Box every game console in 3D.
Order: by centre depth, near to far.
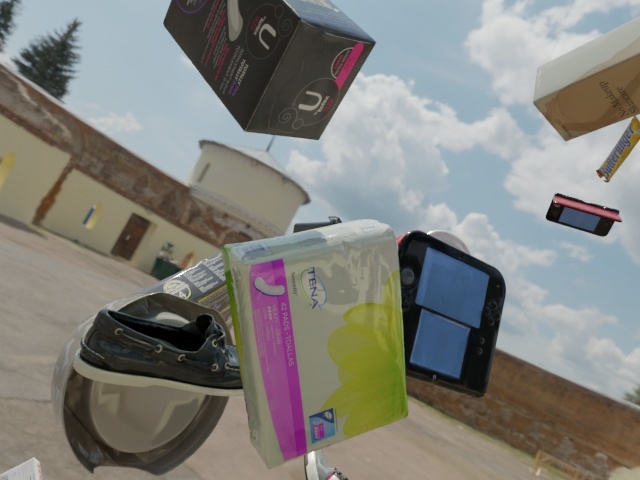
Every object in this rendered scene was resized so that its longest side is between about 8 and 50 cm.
[{"bbox_3d":[0.592,-0.048,1.266,0.144,0.085,0.124,20,-39,17],"label":"game console"},{"bbox_3d":[0.304,0.183,1.375,0.387,0.341,0.060,23,-20,-29],"label":"game console"}]

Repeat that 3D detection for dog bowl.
[{"bbox_3d":[-0.324,0.255,1.030,0.102,0.348,0.349,8,-19,41],"label":"dog bowl"}]

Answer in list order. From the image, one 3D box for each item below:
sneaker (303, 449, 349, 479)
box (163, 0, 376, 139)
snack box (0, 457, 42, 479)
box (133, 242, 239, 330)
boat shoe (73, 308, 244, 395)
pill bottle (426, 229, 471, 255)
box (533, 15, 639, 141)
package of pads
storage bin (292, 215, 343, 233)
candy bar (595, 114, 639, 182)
[{"bbox_3d":[0.068,0.525,1.131,0.179,0.123,0.295,-10,35,-8],"label":"sneaker"},{"bbox_3d":[-0.081,-0.288,0.778,0.143,0.165,0.270,-3,47,-45],"label":"box"},{"bbox_3d":[-0.498,0.459,0.937,0.178,0.064,0.022,53,-17,42],"label":"snack box"},{"bbox_3d":[-0.335,0.205,1.344,0.097,0.318,0.395,39,35,14],"label":"box"},{"bbox_3d":[-0.212,0.172,0.911,0.340,0.113,0.127,15,7,-28],"label":"boat shoe"},{"bbox_3d":[0.298,0.105,1.660,0.176,0.176,0.318,28,-28,-6],"label":"pill bottle"},{"bbox_3d":[0.606,-0.334,1.116,0.148,0.121,0.311,36,-34,-25],"label":"box"},{"bbox_3d":[0.004,0.131,0.761,0.229,0.296,0.101,-12,15,-23],"label":"package of pads"},{"bbox_3d":[0.000,0.000,1.122,0.091,0.098,0.135,3,-14,14],"label":"storage bin"},{"bbox_3d":[0.596,-0.177,1.106,0.040,0.018,0.161,59,-21,29],"label":"candy bar"}]
